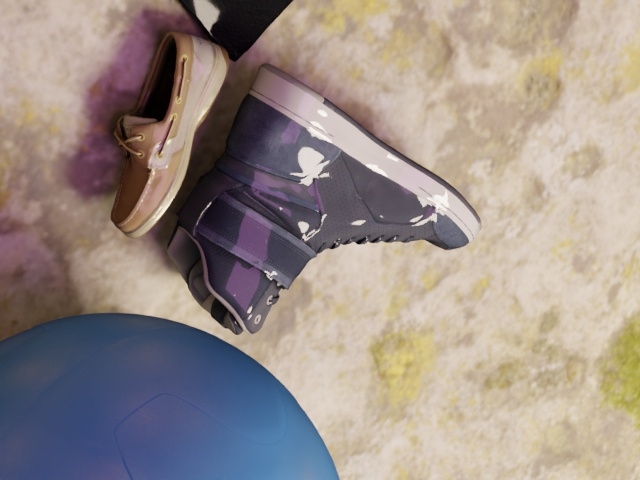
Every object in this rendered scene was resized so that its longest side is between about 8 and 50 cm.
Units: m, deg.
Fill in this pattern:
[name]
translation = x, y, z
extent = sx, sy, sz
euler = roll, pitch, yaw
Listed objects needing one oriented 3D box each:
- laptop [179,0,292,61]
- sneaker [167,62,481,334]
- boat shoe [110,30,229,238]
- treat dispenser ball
[laptop]
translation = 0.005, -0.258, 1.164
extent = 0.264, 0.136, 0.234
euler = -48, 130, -9
[sneaker]
translation = -0.002, -0.001, 1.308
extent = 0.226, 0.086, 0.163
euler = 30, 90, -40
[boat shoe]
translation = -0.106, -0.069, 1.229
extent = 0.045, 0.050, 0.135
euler = 25, 85, -37
[treat dispenser ball]
translation = -0.126, 0.187, 1.170
extent = 0.288, 0.288, 0.288
euler = -16, 119, -31
